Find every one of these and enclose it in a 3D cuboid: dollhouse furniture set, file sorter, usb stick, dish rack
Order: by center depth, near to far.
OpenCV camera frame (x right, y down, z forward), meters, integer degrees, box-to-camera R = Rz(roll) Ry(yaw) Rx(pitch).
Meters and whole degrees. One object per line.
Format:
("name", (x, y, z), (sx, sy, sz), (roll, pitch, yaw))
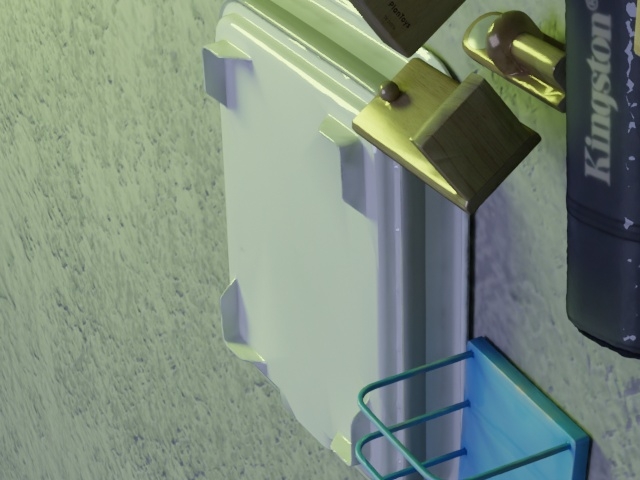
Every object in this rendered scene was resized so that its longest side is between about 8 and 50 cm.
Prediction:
("usb stick", (0.156, -0.070, 1.021), (0.077, 0.045, 0.278), (36, 136, 54))
("dollhouse furniture set", (0.059, -0.132, 1.070), (0.151, 0.144, 0.123), (46, 176, -38))
("file sorter", (0.085, 0.172, 1.243), (0.118, 0.104, 0.170), (45, 143, 47))
("dish rack", (0.000, 0.000, 1.362), (0.285, 0.072, 0.333), (39, 139, 50))

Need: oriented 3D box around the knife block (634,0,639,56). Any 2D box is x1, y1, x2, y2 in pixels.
("knife block", (0.237, -0.098, 0.776), (0.242, 0.088, 0.276), (36, 137, 44))
